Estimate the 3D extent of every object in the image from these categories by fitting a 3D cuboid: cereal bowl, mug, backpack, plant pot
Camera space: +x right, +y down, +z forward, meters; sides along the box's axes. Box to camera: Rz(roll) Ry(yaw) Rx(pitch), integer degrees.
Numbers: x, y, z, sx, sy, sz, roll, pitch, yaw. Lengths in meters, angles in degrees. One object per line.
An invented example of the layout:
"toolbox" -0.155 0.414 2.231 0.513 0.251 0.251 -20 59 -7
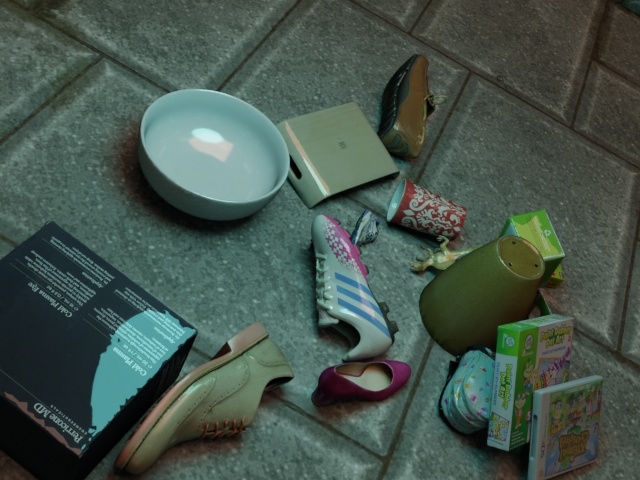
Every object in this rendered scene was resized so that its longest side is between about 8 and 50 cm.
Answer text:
"cereal bowl" -0.248 -0.173 1.827 0.339 0.141 0.338 14 48 -15
"mug" 0.266 -0.082 2.016 0.169 0.113 0.150 21 45 -6
"backpack" 0.330 0.316 1.721 0.152 0.115 0.182 40 50 5
"plant pot" 0.382 0.111 1.821 0.237 0.254 0.237 13 50 -16

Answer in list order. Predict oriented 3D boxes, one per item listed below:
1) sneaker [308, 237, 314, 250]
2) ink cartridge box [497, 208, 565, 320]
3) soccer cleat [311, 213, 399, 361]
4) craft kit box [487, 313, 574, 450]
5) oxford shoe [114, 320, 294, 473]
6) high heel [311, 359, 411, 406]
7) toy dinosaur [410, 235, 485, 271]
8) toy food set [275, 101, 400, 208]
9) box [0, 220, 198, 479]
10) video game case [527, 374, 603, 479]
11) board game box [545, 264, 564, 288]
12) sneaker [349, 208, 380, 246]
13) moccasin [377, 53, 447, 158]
"sneaker" 0.000 0.000 1.872 0.069 0.098 0.038 -44 74 3
"ink cartridge box" 0.509 0.085 1.927 0.097 0.188 0.255 -13 64 -9
"soccer cleat" 0.037 0.101 1.733 0.143 0.116 0.331 -24 76 -17
"craft kit box" 0.438 0.286 1.690 0.250 0.061 0.246 -4 97 -48
"oxford shoe" -0.193 0.299 1.468 0.146 0.140 0.397 47 50 6
"high heel" 0.100 0.267 1.646 0.244 0.117 0.082 -4 55 -28
"toy dinosaur" 0.298 0.035 1.959 0.183 0.053 0.092 -17 38 -3
"toy food set" 0.036 -0.214 2.051 0.306 0.092 0.219 -22 76 -36
"box" -0.451 0.194 1.398 0.343 0.179 0.312 36 45 6
"video game case" 0.514 0.391 1.706 0.213 0.193 0.023 -4 10 -37
"board game box" 0.565 0.032 2.119 0.092 0.043 0.181 13 49 -17
"sneaker" 0.110 -0.019 1.936 0.058 0.052 0.135 32 46 -4
"moccasin" 0.256 -0.373 2.246 0.147 0.139 0.380 31 41 -19
